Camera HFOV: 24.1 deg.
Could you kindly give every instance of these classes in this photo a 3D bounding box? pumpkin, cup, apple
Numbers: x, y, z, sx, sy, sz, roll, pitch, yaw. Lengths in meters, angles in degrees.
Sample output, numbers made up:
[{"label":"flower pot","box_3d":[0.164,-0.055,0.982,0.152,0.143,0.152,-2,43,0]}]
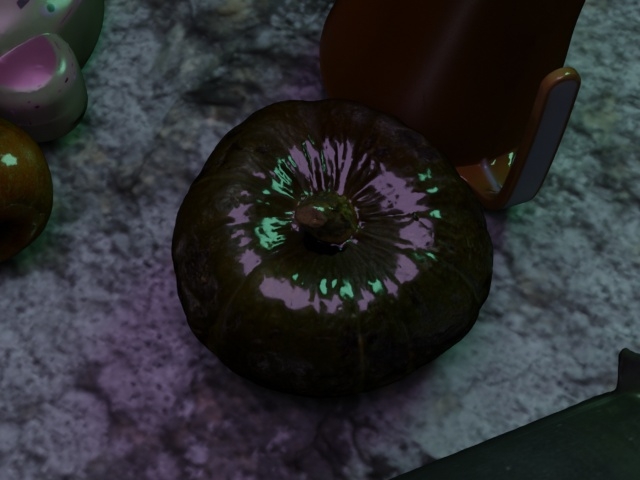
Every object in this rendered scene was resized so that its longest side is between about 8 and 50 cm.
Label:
[{"label":"pumpkin","box_3d":[0.000,0.000,1.019,0.219,0.162,0.219,-1,67,2]},{"label":"cup","box_3d":[0.112,-0.149,1.042,0.182,0.264,0.226,-17,74,-14]},{"label":"apple","box_3d":[-0.252,-0.038,1.078,0.114,0.099,0.102,-48,59,26]}]

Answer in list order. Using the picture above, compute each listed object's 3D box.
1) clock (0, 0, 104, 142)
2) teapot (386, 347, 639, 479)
[{"label":"clock","box_3d":[-0.320,-0.201,1.167,0.309,0.114,0.284,6,62,5]},{"label":"teapot","box_3d":[0.130,0.230,0.889,0.337,0.200,0.270,-21,89,-9]}]
